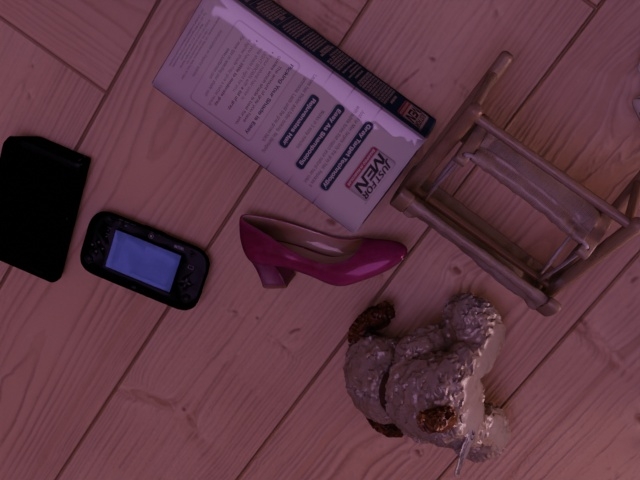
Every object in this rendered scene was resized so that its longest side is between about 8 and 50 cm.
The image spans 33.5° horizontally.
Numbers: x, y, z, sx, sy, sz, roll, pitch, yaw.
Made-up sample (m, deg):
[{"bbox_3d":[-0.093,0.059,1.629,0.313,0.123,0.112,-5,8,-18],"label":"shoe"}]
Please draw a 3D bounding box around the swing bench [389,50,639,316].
[{"bbox_3d":[0.248,-0.052,1.366,0.253,0.165,0.255,35,131,0],"label":"swing bench"}]

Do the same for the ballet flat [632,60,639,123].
[{"bbox_3d":[0.438,-0.193,1.352,0.077,0.077,0.231,16,112,32],"label":"ballet flat"}]

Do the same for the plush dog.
[{"bbox_3d":[0.130,0.211,1.531,0.225,0.210,0.262,8,113,40],"label":"plush dog"}]

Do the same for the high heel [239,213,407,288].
[{"bbox_3d":[0.000,0.000,1.528,0.244,0.082,0.117,-6,119,30],"label":"high heel"}]

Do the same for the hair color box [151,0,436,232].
[{"bbox_3d":[-0.035,-0.188,1.452,0.347,0.105,0.174,37,115,0],"label":"hair color box"}]

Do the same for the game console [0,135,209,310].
[{"bbox_3d":[-0.339,-0.012,1.633,0.361,0.044,0.213,22,114,6],"label":"game console"}]
